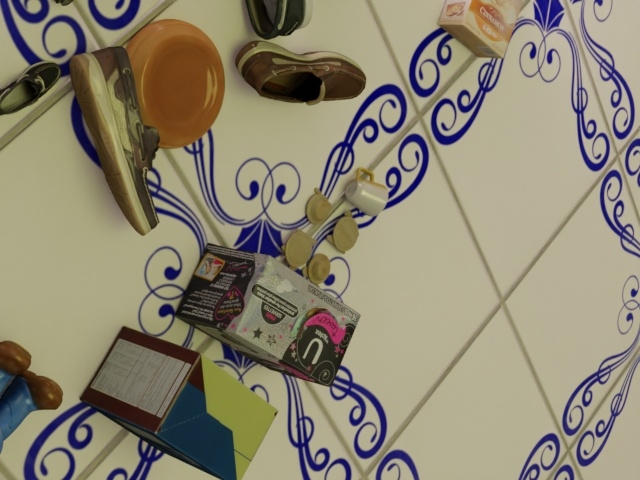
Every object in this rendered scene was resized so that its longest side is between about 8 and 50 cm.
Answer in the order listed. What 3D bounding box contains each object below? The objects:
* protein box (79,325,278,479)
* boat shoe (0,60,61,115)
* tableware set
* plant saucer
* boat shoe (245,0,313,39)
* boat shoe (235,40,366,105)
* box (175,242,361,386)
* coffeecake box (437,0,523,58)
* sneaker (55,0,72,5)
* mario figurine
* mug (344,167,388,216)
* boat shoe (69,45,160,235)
[{"bbox_3d":[-0.217,0.253,1.788,0.200,0.201,0.136,44,69,-40],"label":"protein box"},{"bbox_3d":[-0.406,-0.211,1.619,0.125,0.038,0.046,-35,122,-34],"label":"boat shoe"},{"bbox_3d":[0.000,0.000,2.072,0.168,0.020,0.141,-57,132,-19],"label":"tableware set"},{"bbox_3d":[-0.221,-0.239,1.794,0.200,0.037,0.199,-11,106,-43],"label":"plant saucer"},{"bbox_3d":[-0.080,-0.466,1.827,0.091,0.114,0.302,-33,120,-41],"label":"boat shoe"},{"bbox_3d":[-0.021,-0.256,1.927,0.258,0.095,0.095,1,135,-38],"label":"boat shoe"},{"bbox_3d":[-0.083,0.126,1.917,0.247,0.163,0.142,34,74,-42],"label":"box"},{"bbox_3d":[0.320,-0.466,2.245,0.142,0.068,0.185,28,79,-43],"label":"coffeecake box"},{"bbox_3d":[-0.363,-0.357,1.617,0.158,0.061,0.064,-9,112,-42],"label":"sneaker"},{"bbox_3d":[-0.468,0.299,1.572,0.198,0.170,0.320,36,61,-6],"label":"mario figurine"},{"bbox_3d":[0.076,-0.087,2.110,0.064,0.078,0.062,24,115,-36],"label":"mug"},{"bbox_3d":[-0.280,-0.146,1.706,0.092,0.103,0.285,-25,111,-21],"label":"boat shoe"}]
